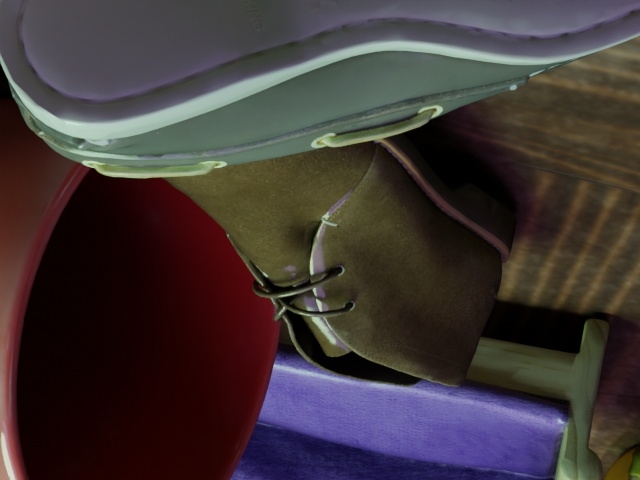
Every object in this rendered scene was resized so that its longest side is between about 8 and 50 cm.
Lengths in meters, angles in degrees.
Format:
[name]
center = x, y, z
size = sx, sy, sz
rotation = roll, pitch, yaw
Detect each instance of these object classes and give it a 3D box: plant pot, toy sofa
[plant pot]
center = -0.189, 0.035, 0.950
size = 0.243, 0.275, 0.275
rotation = 10, 154, 27
[toy sofa]
center = 0.008, 0.129, 1.104
size = 0.362, 0.177, 0.150
rotation = 10, 154, 9

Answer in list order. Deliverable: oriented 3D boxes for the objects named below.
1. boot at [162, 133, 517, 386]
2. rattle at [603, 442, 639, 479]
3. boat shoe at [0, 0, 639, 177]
[boot]
center = 0.000, 0.000, 0.861
size = 0.112, 0.115, 0.305
rotation = 0, 162, 42
[rattle]
center = 0.312, 0.205, 1.172
size = 0.199, 0.130, 0.143
rotation = 8, 150, 1
[boat shoe]
center = 0.022, -0.097, 0.669
size = 0.305, 0.109, 0.091
rotation = -13, 165, -8
